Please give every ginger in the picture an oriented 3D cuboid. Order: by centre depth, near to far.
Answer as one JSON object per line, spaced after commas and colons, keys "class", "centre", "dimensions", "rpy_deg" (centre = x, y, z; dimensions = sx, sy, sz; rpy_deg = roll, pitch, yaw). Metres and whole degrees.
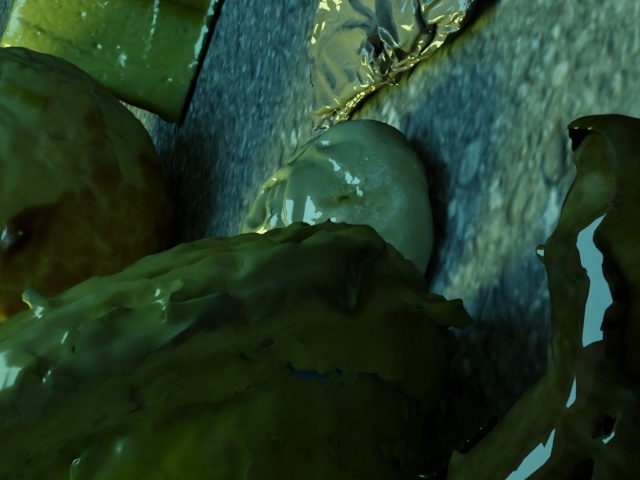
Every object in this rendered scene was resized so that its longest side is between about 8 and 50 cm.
{"class": "ginger", "centre": [0.112, 0.096, 0.638], "dimensions": [0.133, 0.107, 0.309], "rpy_deg": [45, 121, 48]}

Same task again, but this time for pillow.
{"class": "pillow", "centre": [0.047, -0.178, 1.020], "dimensions": [0.248, 0.049, 0.135], "rpy_deg": [146, 130, -60]}

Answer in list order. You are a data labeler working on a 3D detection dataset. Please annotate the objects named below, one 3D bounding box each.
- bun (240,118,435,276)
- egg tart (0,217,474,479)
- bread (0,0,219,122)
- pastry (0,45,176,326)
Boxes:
{"class": "bun", "centre": [0.000, 0.000, 0.947], "dimensions": [0.183, 0.102, 0.183], "rpy_deg": [-40, 44, 53]}
{"class": "egg tart", "centre": [-0.074, 0.144, 0.753], "dimensions": [0.388, 0.388, 0.169], "rpy_deg": [-52, 59, 42]}
{"class": "bread", "centre": [-0.201, -0.301, 1.641], "dimensions": [0.362, 0.245, 0.233], "rpy_deg": [-42, -28, -77]}
{"class": "pastry", "centre": [-0.315, 0.003, 1.373], "dimensions": [0.388, 0.312, 0.388], "rpy_deg": [-46, -3, -3]}
